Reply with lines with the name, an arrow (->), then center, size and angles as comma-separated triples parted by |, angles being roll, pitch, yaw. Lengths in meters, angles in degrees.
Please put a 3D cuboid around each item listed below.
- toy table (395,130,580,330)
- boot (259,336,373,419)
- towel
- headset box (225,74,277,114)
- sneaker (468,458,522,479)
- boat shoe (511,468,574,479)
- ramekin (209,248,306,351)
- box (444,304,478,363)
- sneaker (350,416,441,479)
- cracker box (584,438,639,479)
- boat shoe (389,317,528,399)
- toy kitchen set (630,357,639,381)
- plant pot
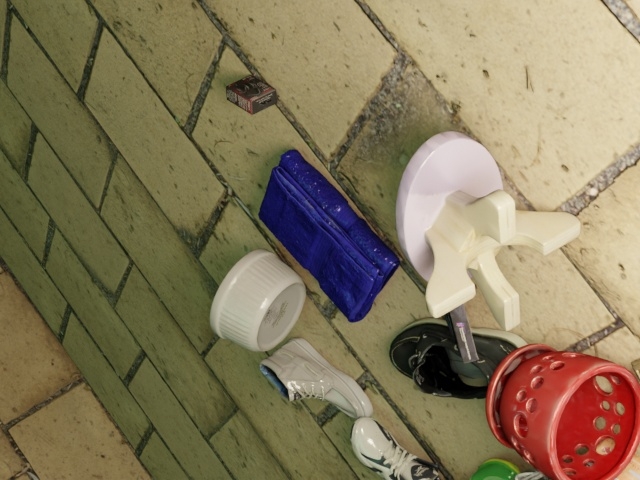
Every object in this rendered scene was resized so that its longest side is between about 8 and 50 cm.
toy table -> 0.221, -0.004, 1.346 | 0.161, 0.252, 0.274 | 48, 172, 44
boot -> -0.016, 0.320, 2.022 | 0.258, 0.123, 0.095 | 36, 141, 32
towel -> 0.000, 0.000, 1.783 | 0.308, 0.076, 0.227 | 48, 145, 16
headset box -> -0.125, -0.268, 1.746 | 0.083, 0.062, 0.032 | 34, 141, 35
sneaker -> 0.276, 0.504, 1.746 | 0.109, 0.123, 0.295 | 46, 129, 3
boat shoe -> 0.349, 0.405, 1.506 | 0.118, 0.103, 0.320 | 4, 162, 13
ramekin -> -0.121, 0.132, 1.946 | 0.109, 0.207, 0.207 | 30, 139, 24
box -> 0.217, 0.114, 1.542 | 0.162, 0.029, 0.116 | -103, -4, -71
sneaker -> 0.169, 0.452, 1.909 | 0.153, 0.094, 0.235 | -25, 95, 56
cracker box -> 0.480, 0.440, 1.499 | 0.156, 0.067, 0.232 | 35, 142, 32
boat shoe -> 0.213, 0.219, 1.636 | 0.340, 0.113, 0.127 | 3, 119, 53
toy kitchen set -> 0.489, 0.194, 1.320 | 0.068, 0.075, 0.083 | 63, -173, -1
plant pot -> 0.351, 0.254, 1.401 | 0.174, 0.191, 0.191 | 14, 127, 57
